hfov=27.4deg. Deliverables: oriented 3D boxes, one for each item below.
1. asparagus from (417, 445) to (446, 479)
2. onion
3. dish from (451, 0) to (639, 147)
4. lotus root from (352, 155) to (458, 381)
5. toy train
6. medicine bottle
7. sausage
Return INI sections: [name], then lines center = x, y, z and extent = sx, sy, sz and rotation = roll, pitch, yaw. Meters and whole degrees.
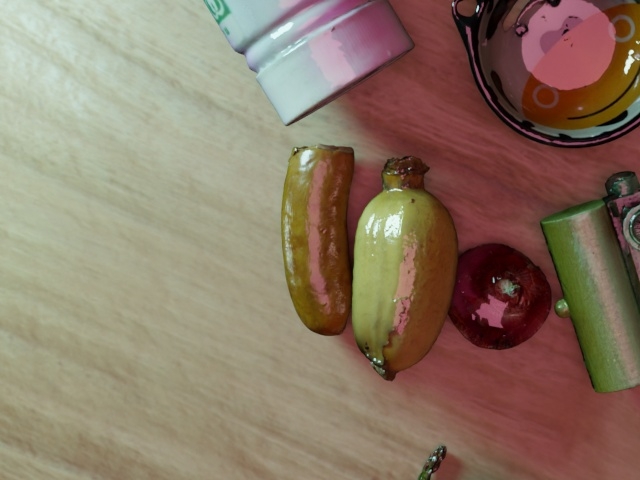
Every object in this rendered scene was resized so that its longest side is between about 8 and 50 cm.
[asparagus]
center = 0.128, 0.406, 1.902
extent = 0.025, 0.024, 0.248
rotation = 14, 101, -40
[onion]
center = 0.243, 0.074, 1.792
extent = 0.150, 0.140, 0.150
rotation = 0, 85, 4
[dish]
center = 0.330, -0.265, 1.753
extent = 0.303, 0.120, 0.303
rotation = 1, 97, 5
[lotus root]
center = 0.115, 0.040, 1.793
extent = 0.146, 0.131, 0.303
rotation = 4, 87, 40
[toy train]
center = 0.412, 0.065, 1.774
extent = 0.189, 0.126, 0.307
rotation = -19, 96, -3
[medicine bottle]
center = -0.045, -0.339, 1.735
extent = 0.212, 0.212, 0.325
rotation = -32, 93, 8
[sausage]
center = -0.001, 0.000, 1.827
extent = 0.109, 0.109, 0.270
rotation = -3, 96, 6
